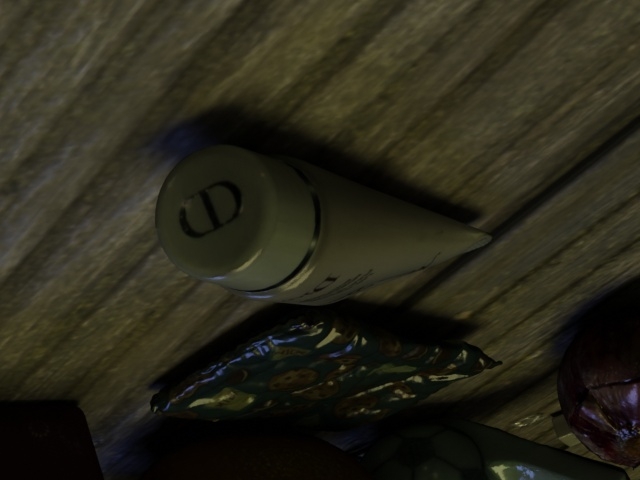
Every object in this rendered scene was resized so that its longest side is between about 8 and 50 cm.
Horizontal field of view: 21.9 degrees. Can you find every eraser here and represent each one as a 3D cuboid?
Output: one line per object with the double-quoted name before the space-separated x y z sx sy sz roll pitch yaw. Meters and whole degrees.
"eraser" 0.300 0.175 1.693 0.122 0.029 0.052 -24 155 15

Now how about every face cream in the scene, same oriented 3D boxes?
"face cream" 0.000 0.000 1.080 0.143 0.089 0.314 -23 166 20

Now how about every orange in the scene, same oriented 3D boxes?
"orange" -0.050 0.291 1.424 0.274 0.274 0.274 -14 156 -7

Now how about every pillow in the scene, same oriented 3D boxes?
"pillow" 0.006 0.113 1.350 0.189 0.034 0.256 -27 153 34

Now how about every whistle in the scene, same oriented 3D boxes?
"whistle" 0.131 0.254 1.551 0.290 0.163 0.163 14 173 32

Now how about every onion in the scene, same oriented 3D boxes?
"onion" 0.264 0.115 1.467 0.098 0.151 0.206 18 144 4

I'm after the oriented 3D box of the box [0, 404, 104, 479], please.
"box" -0.283 0.252 1.308 0.193 0.167 0.294 4 148 -36
